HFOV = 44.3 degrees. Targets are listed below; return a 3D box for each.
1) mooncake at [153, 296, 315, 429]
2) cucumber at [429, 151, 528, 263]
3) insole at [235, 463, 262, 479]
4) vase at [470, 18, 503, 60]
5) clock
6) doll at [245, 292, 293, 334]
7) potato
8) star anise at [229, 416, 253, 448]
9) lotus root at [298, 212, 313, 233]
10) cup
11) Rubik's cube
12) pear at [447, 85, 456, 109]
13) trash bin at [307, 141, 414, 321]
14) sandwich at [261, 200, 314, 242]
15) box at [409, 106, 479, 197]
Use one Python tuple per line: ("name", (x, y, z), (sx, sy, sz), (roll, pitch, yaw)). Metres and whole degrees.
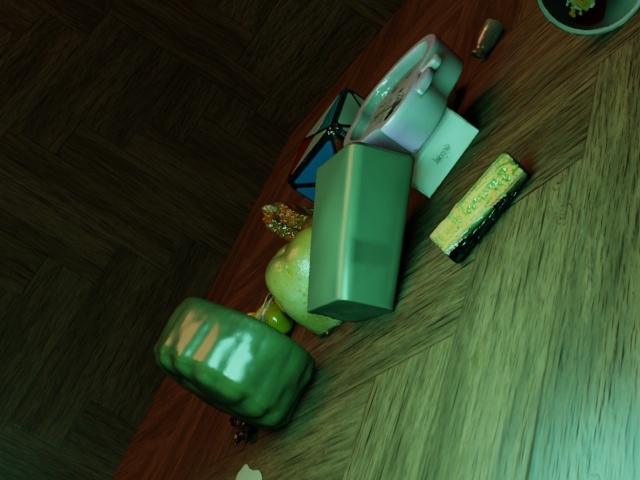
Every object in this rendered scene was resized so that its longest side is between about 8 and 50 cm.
("mooncake", (-0.201, 0.284, 1.783), (0.194, 0.356, 0.356), (-64, 14, -20))
("cucumber", (0.296, -0.056, 1.428), (0.211, 0.062, 0.078), (-48, 48, 11))
("insole", (-0.165, 0.548, 1.789), (0.065, 0.004, 0.197), (-60, 13, -15))
("vase", (0.432, -0.523, 2.051), (0.100, 0.053, 0.053), (-62, 13, -2))
("clock", (0.198, -0.316, 1.827), (0.338, 0.102, 0.338), (-49, 16, 20))
("doll", (-0.124, 0.216, 2.193), (0.221, 0.143, 0.135), (-46, -13, 20))
("potato", (-0.008, 0.077, 1.889), (0.285, 0.242, 0.242), (-47, 16, 27))
("star anise", (-0.183, 0.442, 2.004), (0.157, 0.053, 0.212), (-57, 11, 4))
("lotus root", (0.000, 0.000, 2.212), (0.145, 0.128, 0.260), (-40, 30, 55))
("cup", (0.510, -0.525, 1.507), (0.203, 0.203, 0.288), (-50, 8, 29))
("Rubik's cube", (0.086, -0.232, 2.192), (0.248, 0.246, 0.250), (-47, 16, 36))
("pear", (0.277, -0.379, 2.071), (0.178, 0.178, 0.178), (-53, 13, 18))
("trash bin", (0.073, -0.011, 1.700), (0.223, 0.158, 0.343), (151, 131, -64))
("sandwich", (-0.079, -0.051, 2.520), (0.292, 0.212, 0.109), (37, 109, 64))
("box", (0.250, -0.231, 1.888), (0.194, 0.111, 0.260), (-55, 12, 10))
